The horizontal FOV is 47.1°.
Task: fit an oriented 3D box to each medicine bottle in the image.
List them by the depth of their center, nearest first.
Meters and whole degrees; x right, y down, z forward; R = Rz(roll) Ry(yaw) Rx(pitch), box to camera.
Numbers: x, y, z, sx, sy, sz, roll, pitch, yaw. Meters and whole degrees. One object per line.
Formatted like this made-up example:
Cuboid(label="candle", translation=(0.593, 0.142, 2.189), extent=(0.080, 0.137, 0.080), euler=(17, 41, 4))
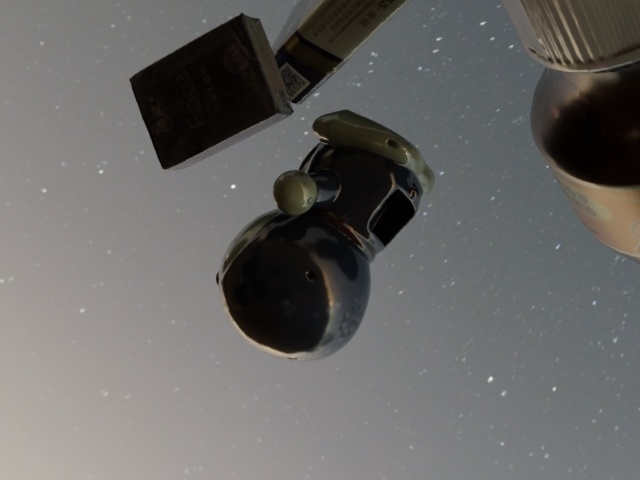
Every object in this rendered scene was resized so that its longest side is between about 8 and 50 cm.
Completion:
Cuboid(label="medicine bottle", translation=(0.288, -0.163, 0.661), extent=(0.242, 0.242, 0.395), euler=(-8, -41, 40))

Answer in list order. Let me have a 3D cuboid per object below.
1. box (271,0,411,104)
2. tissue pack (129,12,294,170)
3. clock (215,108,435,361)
Cuboid(label="box", translation=(0.046, -0.281, 0.816), extent=(0.071, 0.168, 0.259), euler=(36, -45, -18))
Cuboid(label="tissue pack", translation=(-0.116, -0.152, 0.777), extent=(0.156, 0.051, 0.112), euler=(-23, -94, 25))
Cuboid(label="clock", translation=(0.000, 0.000, 0.716), extent=(0.146, 0.243, 0.199), euler=(27, -10, 27))
